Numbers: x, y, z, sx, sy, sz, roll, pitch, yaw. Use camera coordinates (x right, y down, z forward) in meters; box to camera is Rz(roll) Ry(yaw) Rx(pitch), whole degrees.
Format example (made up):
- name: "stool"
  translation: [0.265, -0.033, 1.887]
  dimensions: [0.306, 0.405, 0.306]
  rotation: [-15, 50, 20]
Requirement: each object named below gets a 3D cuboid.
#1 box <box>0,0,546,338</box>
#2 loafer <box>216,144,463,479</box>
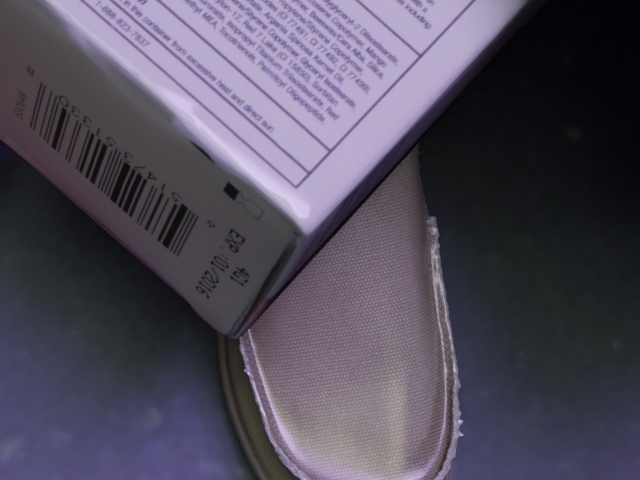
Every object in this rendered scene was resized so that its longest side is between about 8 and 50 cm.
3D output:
- name: "box"
  translation: [-0.004, -0.103, 0.722]
  dimensions: [0.148, 0.127, 0.232]
  rotation: [41, 64, 4]
- name: "loafer"
  translation: [0.000, 0.000, 0.806]
  dimensions: [0.102, 0.092, 0.269]
  rotation: [-10, 74, -8]
